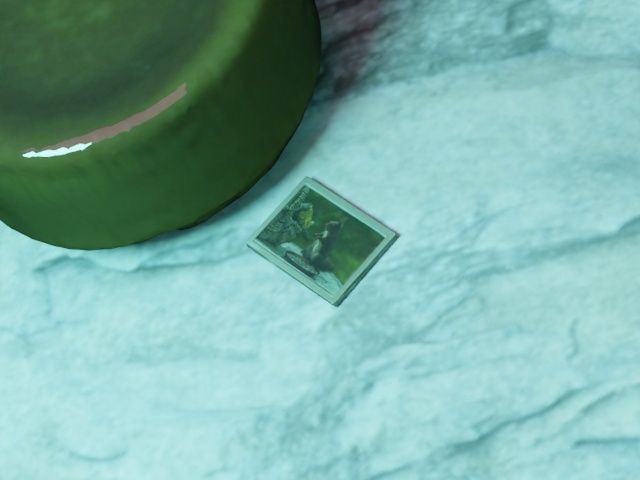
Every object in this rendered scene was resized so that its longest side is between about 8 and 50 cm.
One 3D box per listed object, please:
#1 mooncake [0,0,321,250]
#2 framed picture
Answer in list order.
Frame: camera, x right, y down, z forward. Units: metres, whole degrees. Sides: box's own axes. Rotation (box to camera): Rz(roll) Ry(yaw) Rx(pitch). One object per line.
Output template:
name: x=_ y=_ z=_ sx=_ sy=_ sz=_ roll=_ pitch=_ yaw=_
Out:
mooncake: x=-0.142 y=-0.131 z=1.350 sx=0.284 sy=0.155 sz=0.284 roll=-11 pitch=54 yaw=15
framed picture: x=0.000 y=0.000 z=1.301 sx=0.089 sy=0.006 sz=0.066 roll=34 pitch=76 yaw=34
